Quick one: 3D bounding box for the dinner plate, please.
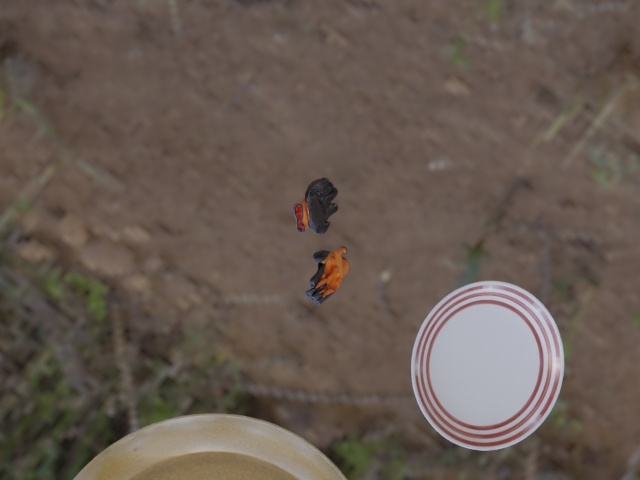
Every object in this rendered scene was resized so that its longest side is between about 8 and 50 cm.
[{"bbox_3d":[0.137,0.103,1.648,0.141,0.141,0.017,38,169,-17],"label":"dinner plate"}]

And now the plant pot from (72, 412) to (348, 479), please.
[{"bbox_3d":[-0.078,0.234,1.358,0.236,0.236,0.032,38,162,22],"label":"plant pot"}]

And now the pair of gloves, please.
[{"bbox_3d":[0.000,0.000,1.386,0.010,0.083,0.074,-3,-162,21],"label":"pair of gloves"}]
